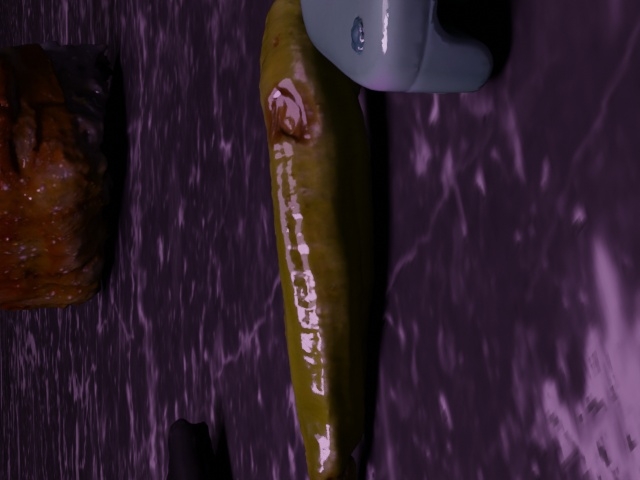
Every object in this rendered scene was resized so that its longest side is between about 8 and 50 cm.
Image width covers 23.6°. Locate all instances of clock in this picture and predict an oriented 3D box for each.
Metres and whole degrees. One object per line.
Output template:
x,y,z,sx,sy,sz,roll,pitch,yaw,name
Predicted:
0.027,-0.114,0.450,0.101,0.041,0.135,-124,38,-65,clock

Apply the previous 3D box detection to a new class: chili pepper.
0.000,0.000,0.549,0.049,0.043,0.208,-7,84,62,chili pepper

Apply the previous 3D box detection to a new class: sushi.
-0.233,-0.060,1.217,0.274,0.139,0.184,110,157,-59,sushi

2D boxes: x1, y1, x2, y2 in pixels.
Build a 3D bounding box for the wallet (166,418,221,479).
-0.054,0.244,0.771,0.146,0.030,0.285,110,154,-44,wallet
